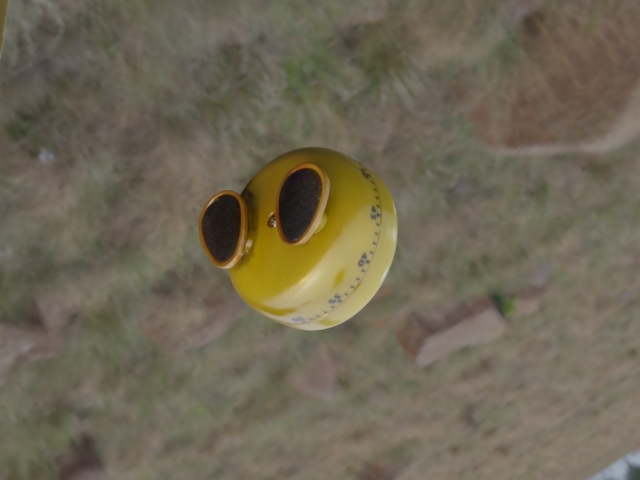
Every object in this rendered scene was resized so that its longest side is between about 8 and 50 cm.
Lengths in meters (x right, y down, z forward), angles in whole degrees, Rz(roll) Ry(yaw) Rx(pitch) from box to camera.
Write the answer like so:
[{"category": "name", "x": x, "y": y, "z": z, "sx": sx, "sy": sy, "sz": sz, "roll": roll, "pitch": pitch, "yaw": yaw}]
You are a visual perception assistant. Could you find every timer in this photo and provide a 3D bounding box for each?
[{"category": "timer", "x": 0.000, "y": 0.000, "z": 0.822, "sx": 0.107, "sy": 0.107, "sz": 0.109, "roll": -39, "pitch": 141, "yaw": 23}]

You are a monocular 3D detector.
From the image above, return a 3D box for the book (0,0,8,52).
[{"category": "book", "x": -0.404, "y": -0.159, "z": 1.261, "sx": 0.032, "sy": 0.389, "sz": 0.269, "roll": -21, "pitch": 141, "yaw": 29}]
